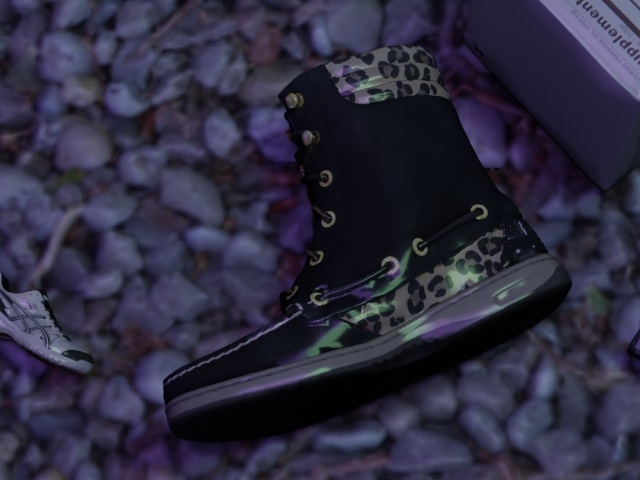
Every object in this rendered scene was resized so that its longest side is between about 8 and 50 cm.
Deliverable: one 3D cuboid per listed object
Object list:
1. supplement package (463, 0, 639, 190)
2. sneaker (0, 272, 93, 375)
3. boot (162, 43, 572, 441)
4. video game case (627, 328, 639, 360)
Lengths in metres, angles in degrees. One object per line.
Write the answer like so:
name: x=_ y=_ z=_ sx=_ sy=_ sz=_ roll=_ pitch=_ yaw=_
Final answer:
supplement package: x=0.218 y=-0.168 z=0.894 sx=0.244 sy=0.139 sz=0.134 roll=-38 pitch=74 yaw=-10
sneaker: x=-0.162 y=0.047 z=0.887 sx=0.083 sy=0.032 sz=0.037 roll=29 pitch=75 yaw=10
boot: x=0.001 y=0.000 z=0.873 sx=0.236 sy=0.085 sz=0.178 roll=-20 pitch=70 yaw=-12
video game case: x=0.339 y=0.056 z=0.860 sx=0.274 sy=0.026 sz=0.196 roll=33 pitch=85 yaw=11
